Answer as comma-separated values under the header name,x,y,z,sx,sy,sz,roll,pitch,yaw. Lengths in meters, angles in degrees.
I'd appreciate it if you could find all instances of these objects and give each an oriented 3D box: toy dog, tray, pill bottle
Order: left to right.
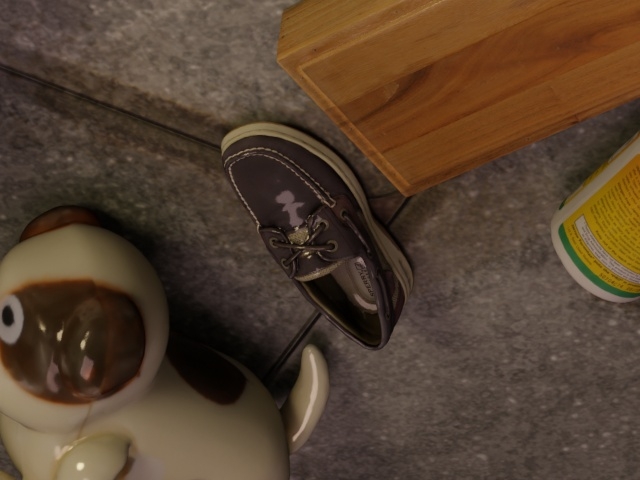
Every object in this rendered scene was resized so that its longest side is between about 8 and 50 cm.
name,x,y,z,sx,sy,sz,roll,pitch,yaw
toy dog,-0.205,0.166,1.902,0.395,0.285,0.408,-22,133,7
tray,0.188,-0.189,1.608,0.411,0.076,0.203,-22,131,29
pill bottle,0.314,-0.043,1.722,0.117,0.118,0.208,25,134,-20

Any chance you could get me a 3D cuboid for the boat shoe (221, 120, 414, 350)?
name,x,y,z,sx,sy,sz,roll,pitch,yaw
boat shoe,0.000,0.000,1.824,0.102,0.092,0.285,-17,133,24
